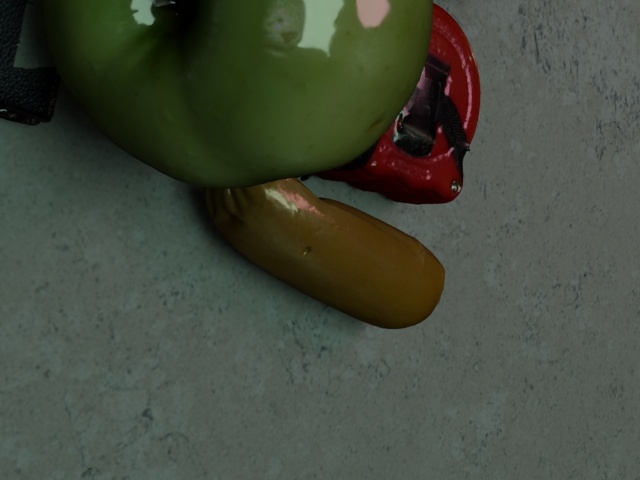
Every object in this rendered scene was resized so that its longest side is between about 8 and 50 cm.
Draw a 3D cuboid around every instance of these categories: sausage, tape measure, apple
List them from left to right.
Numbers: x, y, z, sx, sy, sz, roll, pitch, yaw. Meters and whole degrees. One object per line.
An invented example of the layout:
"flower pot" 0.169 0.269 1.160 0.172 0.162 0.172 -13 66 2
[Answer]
"apple" -0.062 -0.218 0.907 0.357 0.357 0.357 -4 97 -40
"sausage" -0.002 0.005 1.122 0.354 0.134 0.116 27 73 -38
"tape measure" 0.082 -0.170 1.189 0.253 0.114 0.260 16 84 -40

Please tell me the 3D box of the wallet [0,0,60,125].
"wallet" -0.341 -0.237 0.870 0.262 0.071 0.221 14 80 -43
